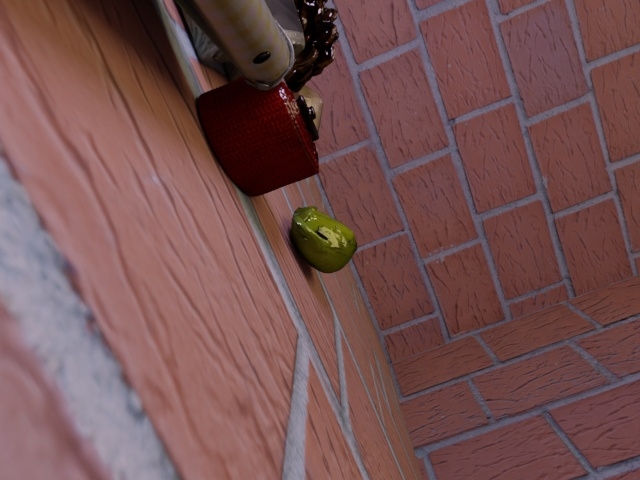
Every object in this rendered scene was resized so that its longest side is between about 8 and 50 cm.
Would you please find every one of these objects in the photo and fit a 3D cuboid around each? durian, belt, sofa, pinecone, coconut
[{"bbox_3d":[0.000,0.000,0.867,0.139,0.101,0.250,33,6,0],"label":"durian"},{"bbox_3d":[-0.062,-0.137,0.581,0.201,0.124,0.128,37,34,-80],"label":"belt"},{"bbox_3d":[-0.160,-0.354,0.691,0.225,0.175,0.210,-36,107,-55],"label":"sofa"},{"bbox_3d":[-0.093,-0.440,0.954,0.243,0.257,0.244,5,-84,54],"label":"pinecone"},{"bbox_3d":[-0.067,-0.314,1.094,0.147,0.152,0.147,-21,90,-88],"label":"coconut"}]

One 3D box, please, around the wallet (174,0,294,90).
[{"bbox_3d":[-0.131,-0.259,0.347,0.223,0.077,0.309,53,6,8],"label":"wallet"}]
